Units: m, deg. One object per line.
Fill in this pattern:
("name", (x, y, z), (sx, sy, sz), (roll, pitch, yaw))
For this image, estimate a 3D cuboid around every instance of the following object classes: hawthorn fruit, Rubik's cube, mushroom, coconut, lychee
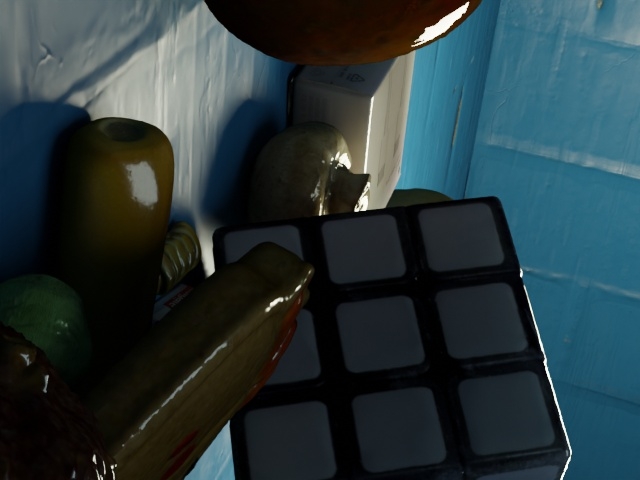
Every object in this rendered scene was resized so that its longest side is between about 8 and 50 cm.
("hawthorn fruit", (0.043, -0.260, 0.898), (0.277, 0.298, 0.277), (-42, 143, -43))
("Rubik's cube", (0.056, 0.170, 1.197), (0.305, 0.303, 0.301), (87, -5, -57))
("mushroom", (-0.012, -0.045, 1.275), (0.166, 0.127, 0.166), (16, 90, -72))
("coconut", (-0.191, 0.070, 0.772), (0.088, 0.087, 0.096), (69, 33, -68))
("lychee", (-0.199, 0.124, 0.608), (0.194, 0.194, 0.194), (15, 90, -77))

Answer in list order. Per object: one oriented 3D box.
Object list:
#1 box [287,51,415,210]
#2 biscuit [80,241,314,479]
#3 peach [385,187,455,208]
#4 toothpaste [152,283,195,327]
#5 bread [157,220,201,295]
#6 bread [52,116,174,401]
("box", (0.038, -0.136, 1.437), (0.203, 0.106, 0.252), (-62, 163, -49))
("biscuit", (-0.132, 0.154, 0.882), (0.359, 0.074, 0.381), (-45, 169, -26))
("peach", (0.127, 0.064, 1.691), (0.292, 0.247, 0.292), (16, 90, -82))
("toothpaste", (-0.150, 0.093, 1.052), (0.196, 0.040, 0.047), (-43, 147, -66))
("bread", (-0.133, 0.017, 1.054), (0.088, 0.033, 0.049), (-48, 144, -61))
("bread", (-0.158, 0.029, 0.881), (0.092, 0.074, 0.239), (-55, 157, -68))
